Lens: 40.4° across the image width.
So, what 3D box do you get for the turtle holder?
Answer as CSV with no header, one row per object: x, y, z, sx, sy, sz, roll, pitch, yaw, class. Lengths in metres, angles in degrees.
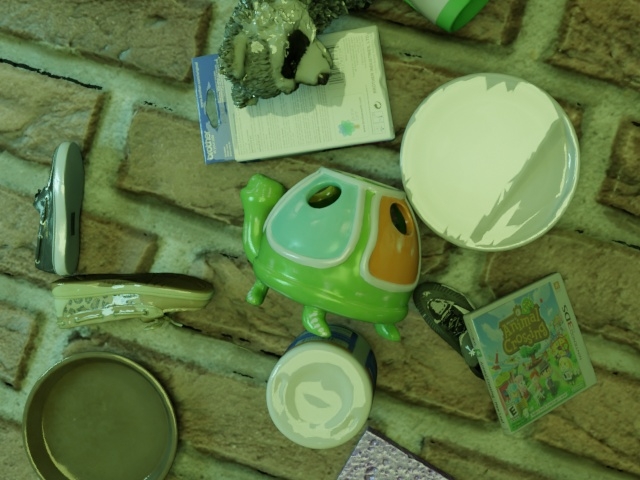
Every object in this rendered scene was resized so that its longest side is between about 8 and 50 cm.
0.019,0.005,1.360,0.243,0.320,0.227,12,99,-24,turtle holder

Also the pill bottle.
0.010,0.210,1.336,0.152,0.272,0.152,0,93,6,pill bottle

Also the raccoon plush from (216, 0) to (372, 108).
-0.112,-0.404,1.351,0.299,0.216,0.446,-43,58,-2,raccoon plush

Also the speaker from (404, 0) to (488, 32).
0.132,-0.459,1.331,0.131,0.131,0.296,-44,82,7,speaker

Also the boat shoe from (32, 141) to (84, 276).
-0.451,-0.054,1.475,0.076,0.080,0.228,5,99,8,boat shoe

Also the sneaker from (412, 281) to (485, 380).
0.242,0.154,1.391,0.234,0.106,0.078,45,96,2,sneaker

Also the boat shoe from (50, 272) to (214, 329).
-0.312,0.105,1.459,0.285,0.104,0.089,0,98,16,boat shoe

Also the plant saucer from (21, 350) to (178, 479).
-0.377,0.326,1.503,0.278,0.041,0.278,0,94,6,plant saucer

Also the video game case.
0.332,0.172,1.360,0.212,0.023,0.193,-20,91,-33,video game case

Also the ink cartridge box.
-0.045,-0.231,1.423,0.311,0.065,0.185,-8,91,4,ink cartridge box

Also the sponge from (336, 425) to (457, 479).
0.139,0.415,1.455,0.210,0.031,0.117,31,96,4,sponge

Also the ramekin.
0.260,-0.120,1.363,0.273,0.127,0.273,0,93,6,ramekin
